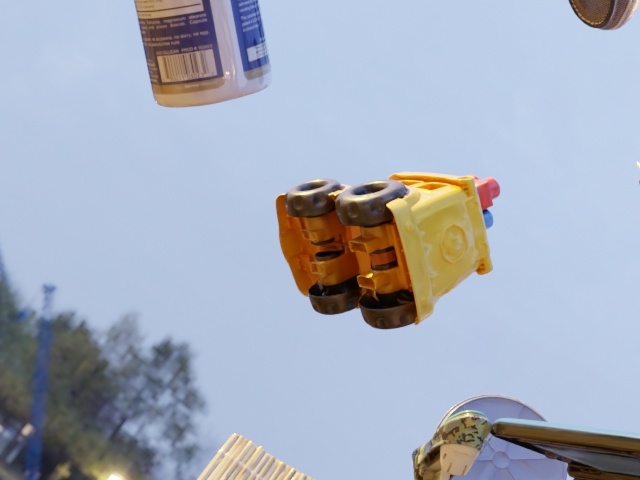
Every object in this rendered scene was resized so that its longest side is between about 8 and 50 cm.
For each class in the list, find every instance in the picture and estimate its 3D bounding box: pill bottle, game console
[{"bbox_3d":[-0.095,-0.192,1.069,0.094,0.094,0.169,15,-61,57],"label":"pill bottle"},{"bbox_3d":[0.357,0.323,1.624,0.250,0.173,0.293,23,-15,-34],"label":"game console"}]

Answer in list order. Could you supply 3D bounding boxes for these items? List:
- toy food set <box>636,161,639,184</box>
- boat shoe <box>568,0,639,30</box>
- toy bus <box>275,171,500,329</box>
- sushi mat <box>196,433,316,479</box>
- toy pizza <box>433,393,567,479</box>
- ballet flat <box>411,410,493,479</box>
[{"bbox_3d":[0.506,-0.063,2.113,0.122,0.019,0.078,41,21,-26],"label":"toy food set"},{"bbox_3d":[0.303,-0.351,1.724,0.127,0.158,0.340,31,-23,32],"label":"boat shoe"},{"bbox_3d":[0.088,-0.016,1.566,0.220,0.211,0.149,9,-60,51],"label":"toy bus"},{"bbox_3d":[-0.103,0.323,1.294,0.151,0.316,0.019,28,-35,16],"label":"sushi mat"},{"bbox_3d":[0.252,0.315,2.012,0.201,0.201,0.032,36,-29,6],"label":"toy pizza"},{"bbox_3d":[0.161,0.265,1.737,0.070,0.070,0.188,36,-28,4],"label":"ballet flat"}]
